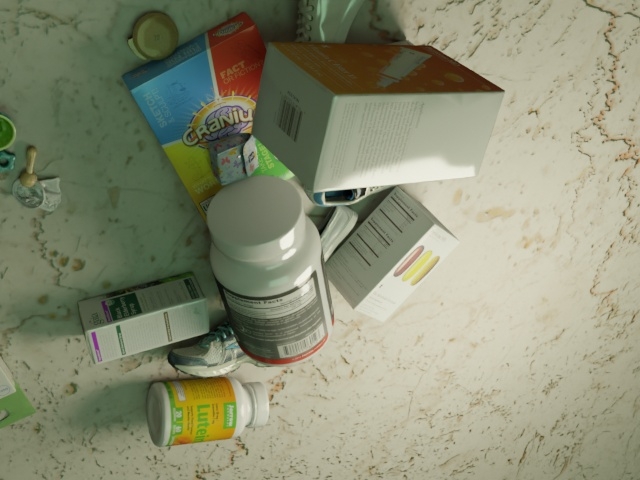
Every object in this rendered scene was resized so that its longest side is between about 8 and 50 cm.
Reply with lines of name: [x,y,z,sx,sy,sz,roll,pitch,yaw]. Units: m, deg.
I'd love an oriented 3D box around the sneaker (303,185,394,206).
sneaker: [0.085,-0.115,1.710,0.237,0.086,0.085,-16,127,-18]

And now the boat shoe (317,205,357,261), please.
boat shoe: [0.000,0.000,1.767,0.063,0.066,0.184,35,111,-18]

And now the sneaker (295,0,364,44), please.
sneaker: [-0.012,-0.387,1.462,0.123,0.106,0.290,21,101,-32]

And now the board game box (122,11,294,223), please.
board game box: [-0.173,-0.211,1.522,0.242,0.064,0.316,-30,131,-5]

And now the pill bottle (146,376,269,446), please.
pill bottle: [-0.244,0.369,1.852,0.246,0.136,0.136,-1,123,-27]

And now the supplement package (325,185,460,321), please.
supplement package: [0.147,0.032,1.795,0.244,0.134,0.139,-48,145,11]

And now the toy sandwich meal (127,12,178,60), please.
toy sandwich meal: [-0.276,-0.336,1.406,0.086,0.029,0.085,-11,116,-23]

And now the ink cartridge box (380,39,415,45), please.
ink cartridge box: [0.089,-0.279,1.593,0.203,0.086,0.148,-15,129,-18]

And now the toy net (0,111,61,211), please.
toy net: [-0.524,-0.115,1.425,0.122,0.045,0.232,-32,131,-4]

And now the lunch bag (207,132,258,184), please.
lunch bag: [-0.150,-0.147,1.502,0.083,0.053,0.071,-23,132,-23]

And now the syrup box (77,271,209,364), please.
syrup box: [-0.348,0.152,1.673,0.237,0.093,0.096,-14,128,-18]

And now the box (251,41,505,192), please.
box: [0.094,-0.213,1.415,0.346,0.215,0.168,-7,126,-33]

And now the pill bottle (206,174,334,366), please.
pill bottle: [-0.093,0.061,1.607,0.210,0.210,0.362,-23,139,-11]

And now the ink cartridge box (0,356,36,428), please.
ink cartridge box: [-0.675,0.313,1.650,0.171,0.056,0.235,-24,128,-11]

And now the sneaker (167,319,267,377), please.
sneaker: [-0.190,0.208,1.807,0.283,0.110,0.122,-8,108,-25]
